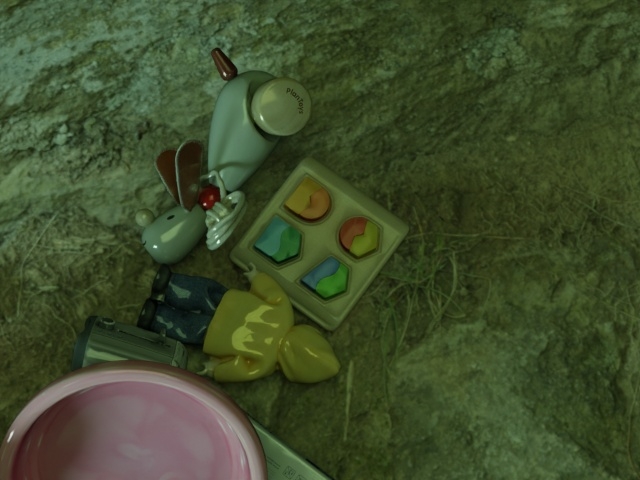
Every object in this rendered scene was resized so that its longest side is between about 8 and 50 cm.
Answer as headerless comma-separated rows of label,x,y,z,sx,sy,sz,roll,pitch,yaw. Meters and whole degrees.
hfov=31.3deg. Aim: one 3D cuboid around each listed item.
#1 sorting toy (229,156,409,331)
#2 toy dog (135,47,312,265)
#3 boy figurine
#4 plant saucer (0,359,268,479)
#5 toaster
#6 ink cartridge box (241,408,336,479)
sorting toy,0.000,0.000,1.666,0.193,0.038,0.208,36,72,6
toy dog,-0.158,-0.139,1.623,0.161,0.220,0.333,40,62,-16
boy figurine,-0.104,0.119,1.591,0.285,0.092,0.177,18,71,-1
plant saucer,-0.232,0.290,1.426,0.332,0.084,0.332,-2,111,-4
toaster,-0.261,0.216,1.507,0.147,0.129,0.226,12,104,-5
ink cartridge box,-0.100,0.370,1.526,0.223,0.045,0.224,37,87,6
